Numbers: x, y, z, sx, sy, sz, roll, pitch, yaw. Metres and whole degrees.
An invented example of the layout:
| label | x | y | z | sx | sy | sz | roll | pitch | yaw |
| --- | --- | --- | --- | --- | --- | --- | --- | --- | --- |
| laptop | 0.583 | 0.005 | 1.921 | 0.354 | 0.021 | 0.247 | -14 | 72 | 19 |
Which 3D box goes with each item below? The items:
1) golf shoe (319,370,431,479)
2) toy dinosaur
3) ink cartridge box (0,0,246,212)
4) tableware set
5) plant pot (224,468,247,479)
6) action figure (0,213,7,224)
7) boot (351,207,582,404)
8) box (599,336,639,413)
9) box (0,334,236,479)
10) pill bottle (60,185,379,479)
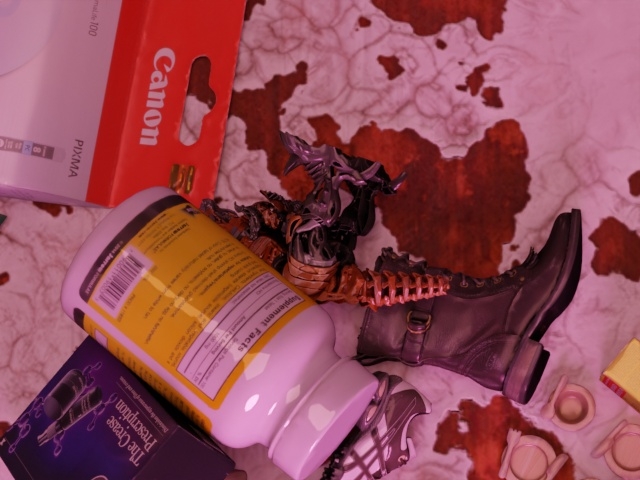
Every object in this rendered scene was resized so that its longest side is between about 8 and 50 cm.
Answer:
| label | x | y | z | sx | sy | sz | roll | pitch | yaw |
| --- | --- | --- | --- | --- | --- | --- | --- | --- | --- |
| golf shoe | 0.060 | 0.251 | 1.631 | 0.094 | 0.077 | 0.198 | 24 | 96 | -5 |
| toy dinosaur | 0.000 | 0.000 | 1.665 | 0.322 | 0.164 | 0.218 | 18 | 92 | 6 |
| ink cartridge box | -0.306 | -0.201 | 1.769 | 0.385 | 0.091 | 0.308 | 7 | 80 | 10 |
| tableware set | 0.297 | 0.247 | 1.628 | 0.169 | 0.020 | 0.141 | 32 | 84 | 13 |
| plant pot | -0.153 | 0.309 | 1.639 | 0.109 | 0.096 | 0.109 | 7 | 79 | 9 |
| action figure | -0.494 | 0.053 | 1.754 | 0.137 | 0.063 | 0.232 | 21 | 87 | -8 |
| boot | 0.171 | 0.053 | 1.655 | 0.229 | 0.091 | 0.263 | 19 | 75 | 19 |
| box | 0.420 | 0.207 | 1.586 | 0.232 | 0.087 | 0.058 | 42 | 87 | 12 |
| box | -0.237 | 0.241 | 1.590 | 0.184 | 0.103 | 0.261 | -52 | 35 | -3 |
| pill bottle | -0.107 | 0.106 | 1.567 | 0.334 | 0.188 | 0.188 | 38 | 86 | 13 |
